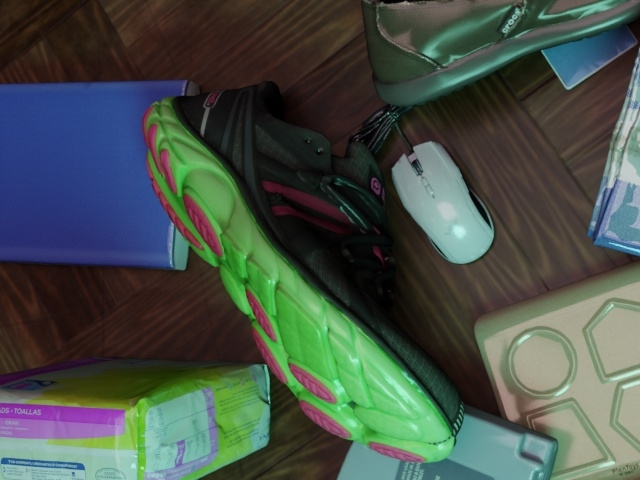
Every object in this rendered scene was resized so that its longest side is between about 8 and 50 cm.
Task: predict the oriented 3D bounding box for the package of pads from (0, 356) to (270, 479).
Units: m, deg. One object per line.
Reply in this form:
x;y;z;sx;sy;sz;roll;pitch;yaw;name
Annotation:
-0.197;0.175;1.203;0.229;0.296;0.101;0;92;20;package of pads

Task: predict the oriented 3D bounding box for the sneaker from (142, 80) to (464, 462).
0.000;0.000;1.179;0.202;0.185;0.483;-26;59;-17;sneaker

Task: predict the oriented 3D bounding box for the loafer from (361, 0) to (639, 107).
0.198;-0.252;1.154;0.365;0.134;0.130;-26;118;12;loafer

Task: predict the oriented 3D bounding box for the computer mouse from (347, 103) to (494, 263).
0.109;-0.065;1.247;0.106;0.042;0.193;-37;72;13;computer mouse

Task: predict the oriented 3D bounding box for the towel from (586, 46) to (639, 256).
0.368;-0.106;1.068;0.209;0.034;0.285;16;92;9;towel

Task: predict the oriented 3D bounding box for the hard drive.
-0.296;-0.077;1.409;0.318;0.040;0.210;2;84;22;hard drive

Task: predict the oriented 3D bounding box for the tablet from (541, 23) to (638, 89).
0.268;-0.194;1.219;0.083;0.006;0.054;-34;73;14;tablet

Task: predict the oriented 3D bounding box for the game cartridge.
0.098;0.297;1.182;0.198;0.062;0.297;20;99;31;game cartridge

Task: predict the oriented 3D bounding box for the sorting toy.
0.265;0.141;1.170;0.193;0.038;0.208;-21;72;18;sorting toy
